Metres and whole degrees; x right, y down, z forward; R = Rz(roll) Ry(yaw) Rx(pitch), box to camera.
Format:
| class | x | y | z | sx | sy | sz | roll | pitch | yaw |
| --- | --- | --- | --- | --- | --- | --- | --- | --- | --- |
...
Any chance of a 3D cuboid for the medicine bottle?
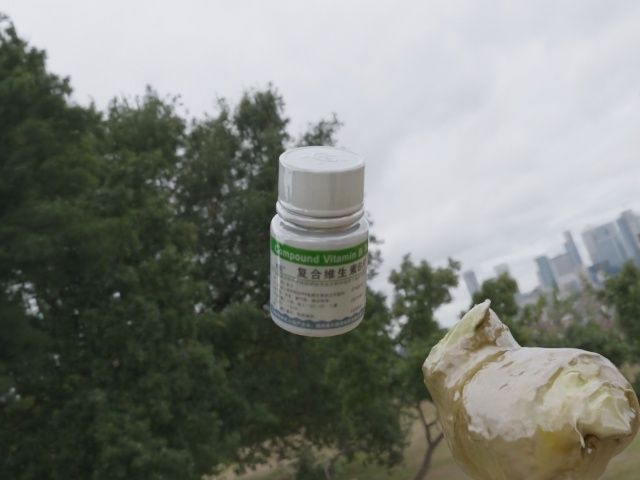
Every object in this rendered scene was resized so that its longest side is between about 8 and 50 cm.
| class | x | y | z | sx | sy | sz | roll | pitch | yaw |
| --- | --- | --- | --- | --- | --- | --- | --- | --- | --- |
| medicine bottle | 0.000 | 0.000 | 1.089 | 0.139 | 0.237 | 0.139 | 3 | 23 | -1 |

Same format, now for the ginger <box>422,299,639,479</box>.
| class | x | y | z | sx | sy | sz | roll | pitch | yaw |
| --- | --- | --- | --- | --- | --- | --- | --- | --- | --- |
| ginger | 0.178 | 0.151 | 0.724 | 0.138 | 0.152 | 0.267 | -26 | 22 | -22 |
